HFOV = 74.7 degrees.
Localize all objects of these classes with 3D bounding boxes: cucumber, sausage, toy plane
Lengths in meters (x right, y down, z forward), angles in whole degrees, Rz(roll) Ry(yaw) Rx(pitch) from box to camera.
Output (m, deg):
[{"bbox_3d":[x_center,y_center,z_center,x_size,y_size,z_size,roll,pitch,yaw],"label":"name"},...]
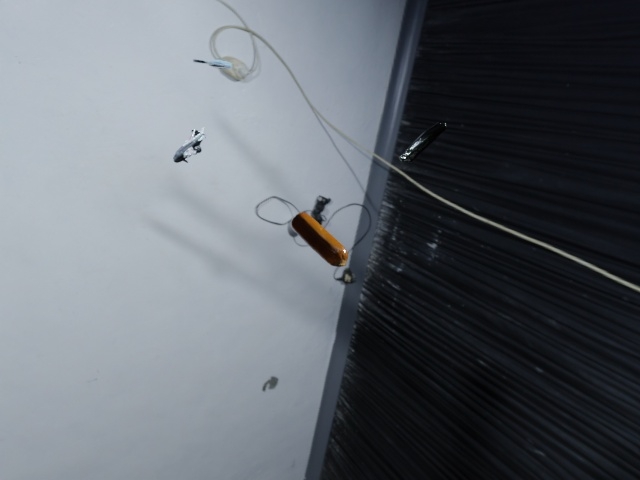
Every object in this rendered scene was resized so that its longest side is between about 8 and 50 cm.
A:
[{"bbox_3d":[0.250,-0.242,1.030,0.135,0.033,0.034,-46,149,14],"label":"cucumber"},{"bbox_3d":[0.000,0.000,0.749,0.039,0.131,0.041,1,126,-54],"label":"sausage"},{"bbox_3d":[-0.240,-0.171,0.772,0.083,0.078,0.031,-43,133,18],"label":"toy plane"}]

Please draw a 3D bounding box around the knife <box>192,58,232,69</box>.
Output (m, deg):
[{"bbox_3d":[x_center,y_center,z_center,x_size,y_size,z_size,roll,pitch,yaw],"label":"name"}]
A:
[{"bbox_3d":[-0.188,-0.319,0.761,0.044,0.313,0.019,7,111,-6],"label":"knife"}]
